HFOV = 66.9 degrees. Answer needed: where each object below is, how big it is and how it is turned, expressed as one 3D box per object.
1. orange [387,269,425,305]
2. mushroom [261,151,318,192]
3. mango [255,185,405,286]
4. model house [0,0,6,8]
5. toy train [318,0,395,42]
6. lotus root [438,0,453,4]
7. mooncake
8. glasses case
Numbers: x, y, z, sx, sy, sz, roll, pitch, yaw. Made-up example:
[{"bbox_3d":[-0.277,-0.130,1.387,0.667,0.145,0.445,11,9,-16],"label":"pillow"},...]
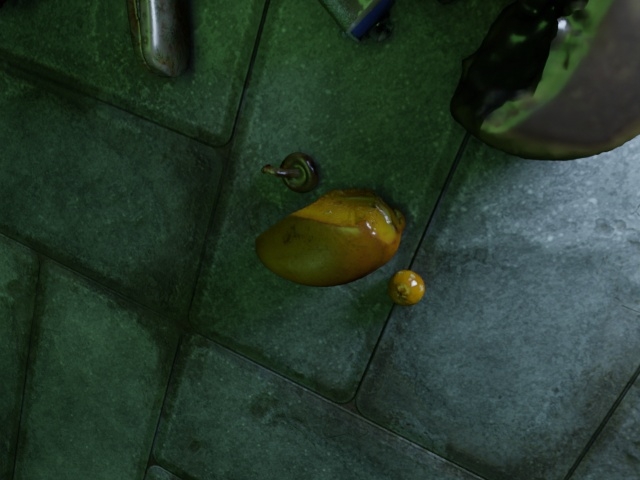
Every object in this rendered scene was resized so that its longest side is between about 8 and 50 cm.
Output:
[{"bbox_3d":[0.188,0.105,1.065,0.083,0.070,0.083,7,108,22],"label":"orange"},{"bbox_3d":[-0.068,-0.157,1.078,0.129,0.073,0.088,12,127,-19],"label":"mushroom"},{"bbox_3d":[0.000,0.000,1.044,0.350,0.201,0.199,-17,69,30],"label":"mango"},{"bbox_3d":[-0.759,-0.750,1.117,0.282,0.297,0.317,0,66,10],"label":"model house"},{"bbox_3d":[0.019,-0.498,0.893,0.131,0.202,0.300,-41,87,21],"label":"toy train"},{"bbox_3d":[0.253,-0.520,0.836,0.235,0.138,0.119,-42,83,5],"label":"lotus root"},{"bbox_3d":[0.380,-0.331,0.780,0.394,0.246,0.393,-27,109,19],"label":"mooncake"},{"bbox_3d":[-0.349,-0.567,1.025,0.098,0.156,0.425,3,105,17],"label":"glasses case"}]
